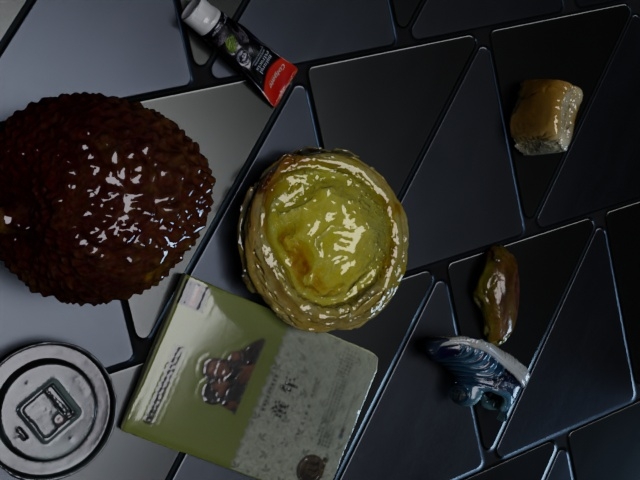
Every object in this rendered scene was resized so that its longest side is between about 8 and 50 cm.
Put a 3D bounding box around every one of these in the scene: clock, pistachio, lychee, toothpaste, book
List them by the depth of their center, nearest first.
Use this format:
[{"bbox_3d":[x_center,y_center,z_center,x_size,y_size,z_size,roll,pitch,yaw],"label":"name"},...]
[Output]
[{"bbox_3d":[-0.275,-0.049,1.290,0.304,0.276,0.275,-20,100,-40],"label":"lychee"},{"bbox_3d":[-0.360,0.222,1.376,0.184,0.040,0.184,0,90,-29],"label":"clock"},{"bbox_3d":[-0.113,-0.276,1.507,0.193,0.045,0.071,39,73,-29],"label":"toothpaste"},{"bbox_3d":[-0.090,0.220,1.526,0.352,0.035,0.239,26,81,-27],"label":"book"},{"bbox_3d":[0.294,0.092,1.725,0.089,0.049,0.173,-1,90,-28],"label":"pistachio"}]

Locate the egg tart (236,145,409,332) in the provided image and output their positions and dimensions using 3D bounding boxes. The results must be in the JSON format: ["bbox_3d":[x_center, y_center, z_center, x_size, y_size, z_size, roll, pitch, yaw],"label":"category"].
[{"bbox_3d":[0.000,0.000,1.544,0.279,0.095,0.279,1,87,-24],"label":"egg tart"}]

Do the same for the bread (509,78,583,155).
[{"bbox_3d":[0.368,-0.209,1.730,0.082,0.106,0.125,25,77,-27],"label":"bread"}]

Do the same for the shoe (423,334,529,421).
[{"bbox_3d":[0.245,0.214,1.674,0.207,0.091,0.106,34,70,-28],"label":"shoe"}]
